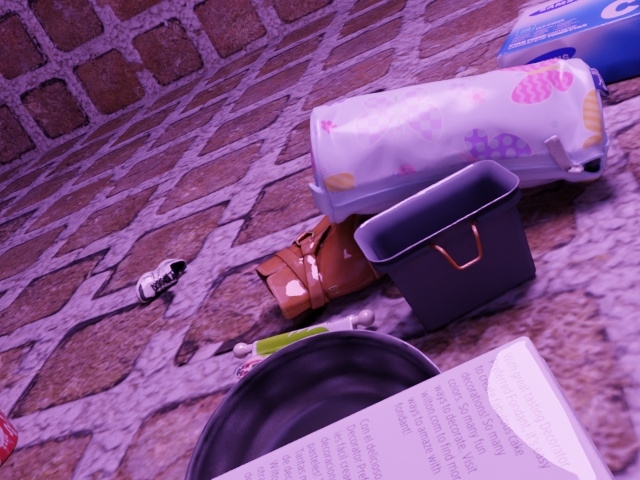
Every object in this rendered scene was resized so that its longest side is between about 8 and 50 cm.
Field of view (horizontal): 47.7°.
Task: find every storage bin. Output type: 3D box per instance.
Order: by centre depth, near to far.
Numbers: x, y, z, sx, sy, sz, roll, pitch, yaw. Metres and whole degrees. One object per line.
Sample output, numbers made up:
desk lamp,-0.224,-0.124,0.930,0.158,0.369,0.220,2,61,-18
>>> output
storage bin,0.113,0.011,0.603,0.135,0.091,0.098,-30,24,1

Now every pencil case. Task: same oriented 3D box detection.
pencil case,0.125,-0.089,0.685,0.273,0.113,0.124,-8,60,5

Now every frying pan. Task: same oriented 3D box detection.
frying pan,-0.042,0.193,0.443,0.326,0.053,0.197,-47,43,-10

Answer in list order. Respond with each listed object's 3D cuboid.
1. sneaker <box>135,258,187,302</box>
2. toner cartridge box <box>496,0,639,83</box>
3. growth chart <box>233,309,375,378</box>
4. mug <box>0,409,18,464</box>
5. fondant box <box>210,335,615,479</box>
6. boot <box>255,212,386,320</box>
sneaker,-0.212,0.050,0.965,0.037,0.032,0.083,-9,32,40
toner cartridge box,0.399,-0.267,0.855,0.348,0.075,0.165,-10,30,37
growth chart,-0.017,0.139,0.584,0.172,0.021,0.237,-20,26,17
mug,-0.421,0.187,0.755,0.113,0.169,0.150,-6,34,42
fondant box,-0.010,0.210,0.289,0.330,0.096,0.238,-27,35,8
boot,0.000,0.000,0.773,0.152,0.073,0.197,-30,24,-3
